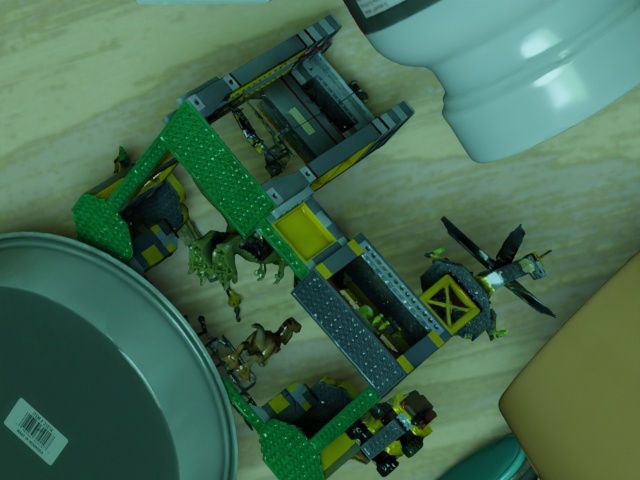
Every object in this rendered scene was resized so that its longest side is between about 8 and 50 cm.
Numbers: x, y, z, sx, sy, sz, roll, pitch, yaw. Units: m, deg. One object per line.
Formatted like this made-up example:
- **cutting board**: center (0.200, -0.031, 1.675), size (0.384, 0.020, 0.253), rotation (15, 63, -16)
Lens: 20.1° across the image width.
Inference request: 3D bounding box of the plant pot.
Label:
- **plant pot**: center (0.264, 0.118, 1.267), size (0.203, 0.291, 0.291), rotation (45, 105, 11)

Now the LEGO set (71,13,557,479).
- **LEGO set**: center (0.000, 0.000, 1.323), size (0.331, 0.192, 0.255), rotation (44, 138, 12)

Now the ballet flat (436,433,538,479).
- **ballet flat**: center (0.079, 0.251, 1.409), size (0.280, 0.095, 0.096), rotation (-35, 108, 23)

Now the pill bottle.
- **pill bottle**: center (0.084, -0.248, 1.215), size (0.210, 0.210, 0.363), rotation (-30, 100, 12)

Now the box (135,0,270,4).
- **box**: center (-0.076, -0.218, 1.298), size (0.102, 0.101, 0.087), rotation (0, 104, 8)

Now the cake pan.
- **cake pan**: center (-0.201, 0.137, 1.368), size (0.293, 0.054, 0.293), rotation (12, 118, 24)
